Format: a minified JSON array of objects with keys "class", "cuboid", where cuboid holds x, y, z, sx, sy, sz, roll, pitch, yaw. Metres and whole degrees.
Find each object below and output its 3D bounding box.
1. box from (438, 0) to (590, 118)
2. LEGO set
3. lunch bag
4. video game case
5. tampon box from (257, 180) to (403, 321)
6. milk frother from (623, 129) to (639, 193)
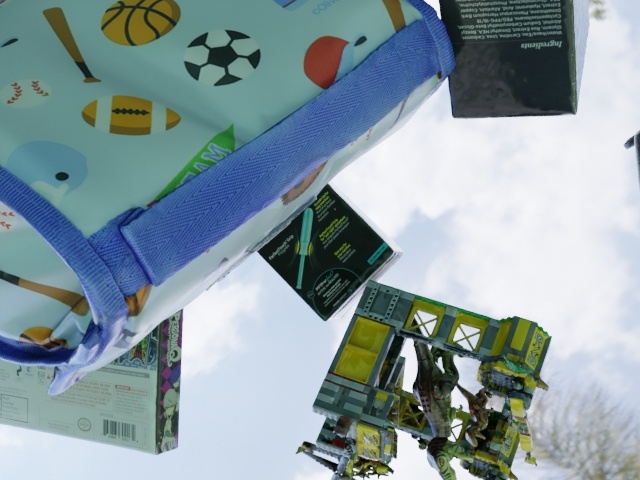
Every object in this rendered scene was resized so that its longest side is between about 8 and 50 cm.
[{"class":"box","cuboid":[0.141,-0.192,0.742,0.093,0.158,0.156,0,-146,19]},{"class":"LEGO set","cuboid":[0.110,0.210,1.122,0.255,0.331,0.192,22,-122,7]},{"class":"lunch bag","cuboid":[-0.142,-0.073,0.732,0.328,0.385,0.239,-40,-56,-34]},{"class":"video game case","cuboid":[-0.240,0.093,1.037,0.042,0.232,0.210,-1,-87,-61]},{"class":"tampon box","cuboid":[0.000,0.000,1.253,0.120,0.101,0.161,-45,-100,6]},{"class":"milk frother","cuboid":[0.371,-0.070,1.015,0.129,0.143,0.135,-9,-94,15]}]
